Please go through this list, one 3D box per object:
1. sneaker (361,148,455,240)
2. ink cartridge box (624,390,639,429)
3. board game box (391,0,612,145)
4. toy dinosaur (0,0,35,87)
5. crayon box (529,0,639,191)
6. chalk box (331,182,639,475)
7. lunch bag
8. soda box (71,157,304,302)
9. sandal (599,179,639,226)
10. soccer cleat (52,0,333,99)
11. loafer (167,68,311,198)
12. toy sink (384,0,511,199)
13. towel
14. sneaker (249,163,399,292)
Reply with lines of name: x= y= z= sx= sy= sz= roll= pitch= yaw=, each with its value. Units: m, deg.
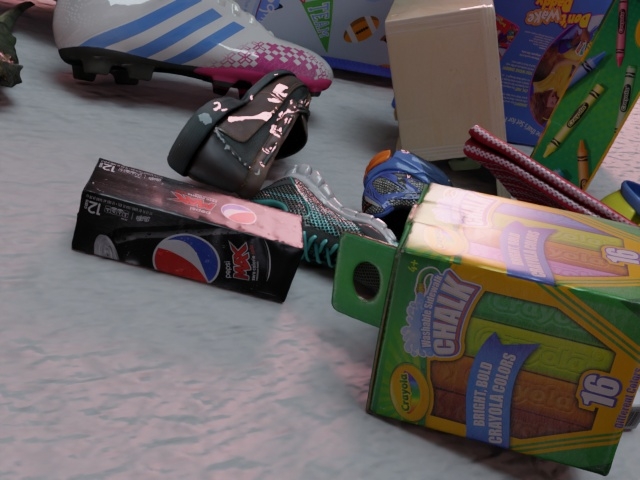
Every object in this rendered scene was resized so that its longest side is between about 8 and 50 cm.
sneaker: x=0.133 y=0.000 z=0.779 sx=0.221 sy=0.083 sz=0.087 roll=24 pitch=48 yaw=4
ink cartridge box: x=0.207 y=0.106 z=0.675 sx=0.063 sy=0.029 sz=0.115 roll=5 pitch=31 yaw=-27
board game box: x=0.299 y=-0.258 z=1.172 sx=0.347 sy=0.233 sz=0.078 roll=4 pitch=32 yaw=-30
toy dinosaur: x=-0.355 y=-0.212 z=0.827 sx=0.118 sy=0.064 sz=0.268 roll=16 pitch=25 yaw=-25
crayon box: x=0.350 y=-0.182 z=1.021 sx=0.081 sy=0.278 sz=0.165 roll=29 pitch=28 yaw=12
chalk box: x=0.109 y=0.049 z=0.578 sx=0.213 sy=0.132 sz=0.132 roll=12 pitch=26 yaw=11
lunch bag: x=0.029 y=-0.427 z=1.185 sx=0.385 sy=0.328 sz=0.239 roll=1 pitch=29 yaw=-31
soda box: x=-0.100 y=-0.007 z=0.637 sx=0.169 sy=0.053 sz=0.060 roll=15 pitch=28 yaw=-10
sandal: x=0.499 y=-0.008 z=0.972 sx=0.317 sy=0.138 sz=0.126 roll=30 pitch=27 yaw=13
soccer cleat: x=-0.124 y=-0.237 z=0.909 sx=0.331 sy=0.143 sz=0.116 roll=1 pitch=5 yaw=-33
loafer: x=-0.055 y=-0.097 z=0.793 sx=0.084 sy=0.096 sz=0.267 roll=36 pitch=26 yaw=3
toy sink: x=0.154 y=-0.174 z=1.003 sx=0.131 sy=0.234 sz=0.153 roll=-6 pitch=26 yaw=13
towel: x=0.254 y=-0.017 z=0.812 sx=0.199 sy=0.031 sz=0.275 roll=38 pitch=7 yaw=27
sneaker: x=0.000 y=0.000 z=0.705 sx=0.076 sy=0.065 sz=0.166 roll=-25 pitch=47 yaw=-33
